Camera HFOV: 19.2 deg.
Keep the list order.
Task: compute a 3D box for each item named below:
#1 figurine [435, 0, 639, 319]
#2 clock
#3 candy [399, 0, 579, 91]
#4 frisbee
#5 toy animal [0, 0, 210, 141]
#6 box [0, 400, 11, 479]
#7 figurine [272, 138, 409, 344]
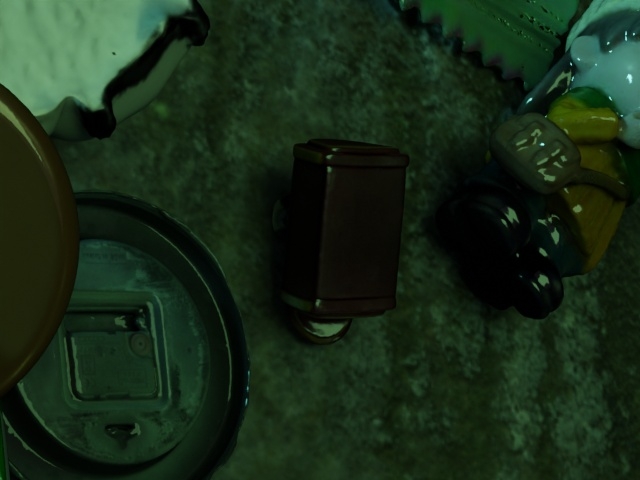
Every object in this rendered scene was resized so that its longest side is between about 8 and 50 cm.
[{"bbox_3d":[0.228,-0.088,1.564,0.332,0.204,0.185,-36,116,-12],"label":"figurine"},{"bbox_3d":[-0.151,0.078,1.277,0.226,0.049,0.226,11,70,-34],"label":"clock"},{"bbox_3d":[0.158,-0.353,1.580,0.263,0.172,0.397,23,76,-26],"label":"candy"},{"bbox_3d":[-0.270,0.004,1.146,0.251,0.021,0.250,-3,101,-17],"label":"frisbee"},{"bbox_3d":[-0.191,-0.164,1.254,0.204,0.156,0.208,49,65,-18],"label":"toy animal"},{"bbox_3d":[-0.300,0.128,1.068,0.250,0.103,0.180,-3,78,-18],"label":"box"},{"bbox_3d":[0.001,0.001,1.393,0.082,0.098,0.154,-1,102,-41],"label":"figurine"}]
